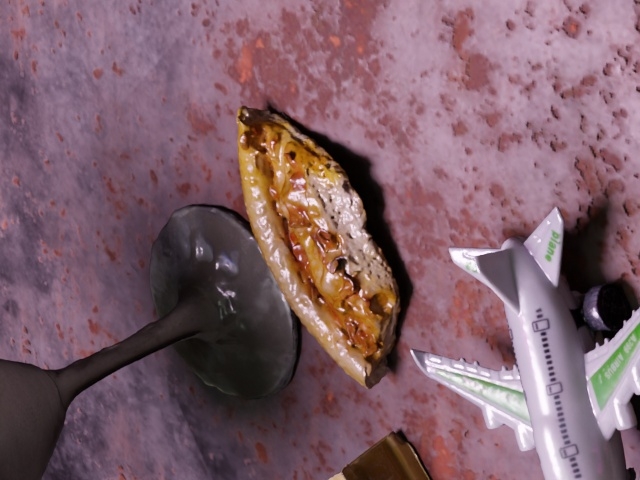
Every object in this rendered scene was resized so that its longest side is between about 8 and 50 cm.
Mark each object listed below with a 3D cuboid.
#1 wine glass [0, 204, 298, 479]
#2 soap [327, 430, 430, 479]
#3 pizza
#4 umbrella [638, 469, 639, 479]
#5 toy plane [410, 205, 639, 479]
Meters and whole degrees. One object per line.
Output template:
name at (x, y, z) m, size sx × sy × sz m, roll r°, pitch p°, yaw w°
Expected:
wine glass at (-0.225, 0.127, 1.391) m, size 0.267 × 0.406 × 0.267 m, roll 19°, pitch 121°, yaw 35°
soap at (0.099, 0.298, 1.392) m, size 0.037 × 0.092 × 0.252 m, roll -34°, pitch 85°, yaw 45°
pizza at (-0.002, 0.004, 1.372) m, size 0.134 × 0.056 × 0.271 m, roll -5°, pitch 107°, yaw 54°
umbrella at (0.336, 0.235, 1.038) m, size 0.357 × 0.106 × 0.113 m, roll -137°, pitch 58°, yaw -62°
toy plane at (0.189, 0.107, 1.198) m, size 0.251 × 0.101 × 0.255 m, roll -22°, pitch 87°, yaw 47°
